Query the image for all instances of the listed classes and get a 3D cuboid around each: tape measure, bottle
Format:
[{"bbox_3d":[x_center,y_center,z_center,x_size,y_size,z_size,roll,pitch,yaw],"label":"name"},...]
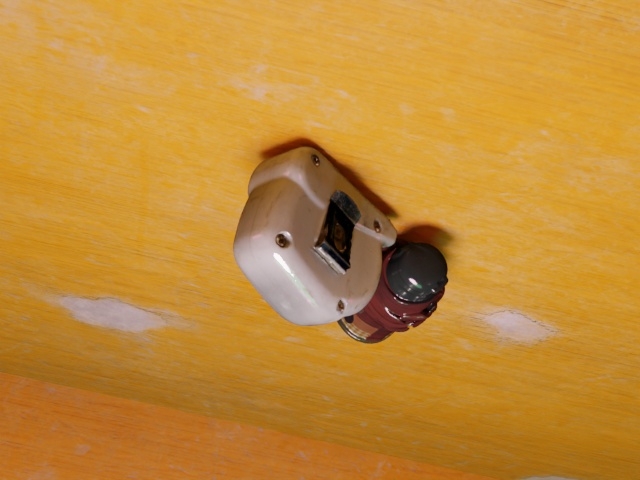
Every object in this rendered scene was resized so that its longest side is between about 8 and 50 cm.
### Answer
[{"bbox_3d":[0.000,-0.001,1.211,0.125,0.246,0.243,-19,134,37],"label":"tape measure"},{"bbox_3d":[0.125,0.075,1.401,0.156,0.143,0.271,52,152,6],"label":"bottle"}]
